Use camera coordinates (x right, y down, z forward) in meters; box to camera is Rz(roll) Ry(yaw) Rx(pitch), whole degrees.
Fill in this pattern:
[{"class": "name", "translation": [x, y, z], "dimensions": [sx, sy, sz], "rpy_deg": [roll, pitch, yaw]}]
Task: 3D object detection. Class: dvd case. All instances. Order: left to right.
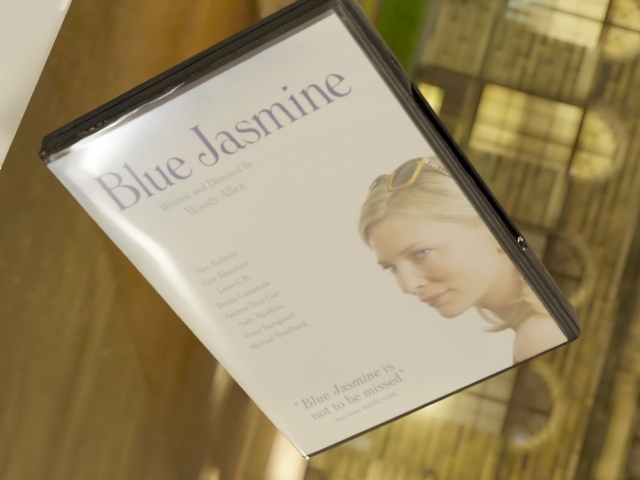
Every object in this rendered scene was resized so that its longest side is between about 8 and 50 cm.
[{"class": "dvd case", "translation": [0.000, 0.000, 0.975], "dimensions": [0.253, 0.180, 0.022], "rpy_deg": [52, 24, -31]}]

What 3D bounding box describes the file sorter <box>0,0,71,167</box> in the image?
[{"class": "file sorter", "translation": [-0.297, -0.119, 1.022], "dimensions": [0.277, 0.173, 0.193], "rpy_deg": [-13, 134, -62]}]
